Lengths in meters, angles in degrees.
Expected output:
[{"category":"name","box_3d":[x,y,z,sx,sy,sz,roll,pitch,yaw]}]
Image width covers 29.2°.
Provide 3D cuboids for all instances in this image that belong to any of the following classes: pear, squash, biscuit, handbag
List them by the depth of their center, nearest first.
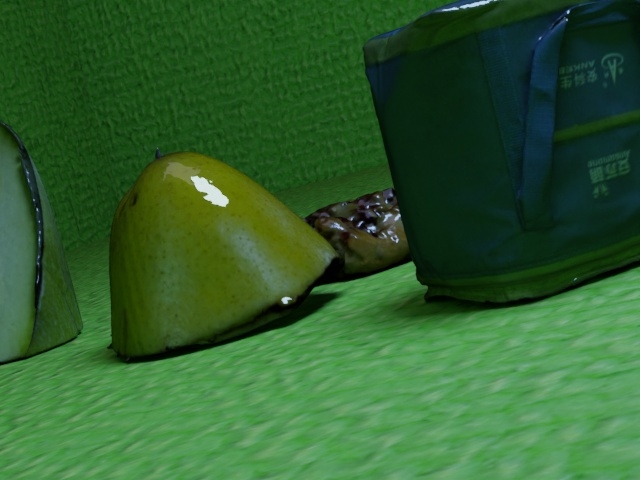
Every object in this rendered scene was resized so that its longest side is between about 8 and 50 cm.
[{"category":"handbag","box_3d":[0.183,-0.091,1.027,0.263,0.241,0.222,-19,7,-20]},{"category":"pear","box_3d":[-0.128,-0.003,1.231,0.267,0.178,0.267,-22,18,8]},{"category":"biscuit","box_3d":[-0.003,0.001,1.484,0.289,0.081,0.334,-19,5,-41]},{"category":"squash","box_3d":[-0.440,-0.006,1.544,0.233,0.309,0.210,-14,6,18]}]
